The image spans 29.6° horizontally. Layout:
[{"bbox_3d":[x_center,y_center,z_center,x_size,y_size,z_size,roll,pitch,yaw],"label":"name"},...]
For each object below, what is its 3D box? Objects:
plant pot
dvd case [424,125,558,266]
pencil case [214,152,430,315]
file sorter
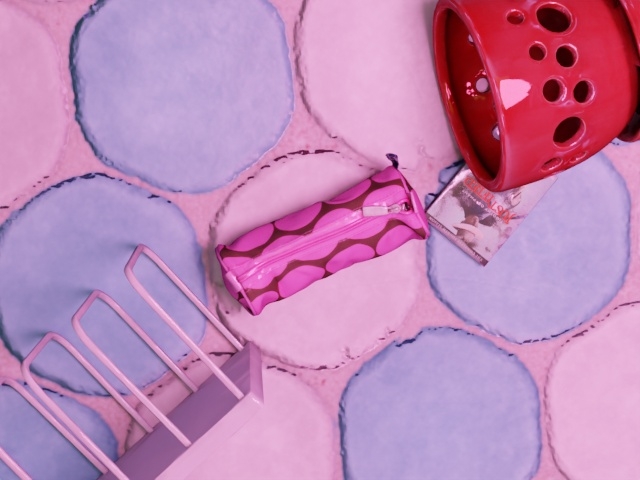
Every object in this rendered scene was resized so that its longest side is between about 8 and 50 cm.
[{"bbox_3d":[0.214,-0.157,1.128,0.174,0.191,0.191,-16,101,-4],"label":"plant pot"},{"bbox_3d":[0.172,-0.045,1.235,0.087,0.013,0.119,39,96,-10],"label":"dvd case"},{"bbox_3d":[0.000,0.000,1.186,0.209,0.098,0.095,-27,102,1],"label":"pencil case"},{"bbox_3d":[-0.213,0.164,1.152,0.278,0.193,0.173,-43,99,4],"label":"file sorter"}]
